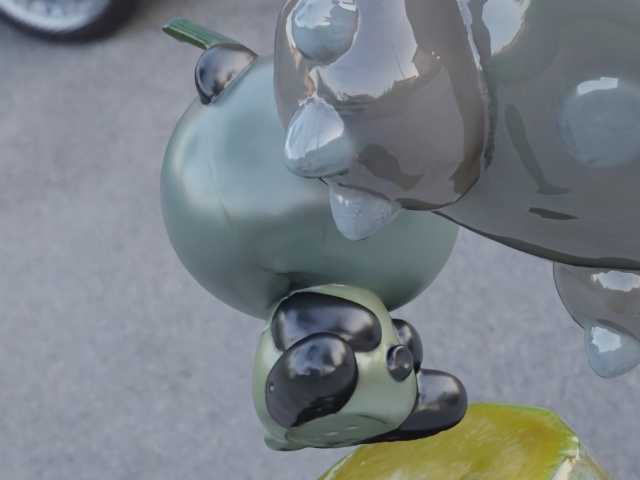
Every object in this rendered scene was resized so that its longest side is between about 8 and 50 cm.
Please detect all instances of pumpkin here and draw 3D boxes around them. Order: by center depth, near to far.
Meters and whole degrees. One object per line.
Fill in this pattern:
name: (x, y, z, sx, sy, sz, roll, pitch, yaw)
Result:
pumpkin: (0.094, 0.265, 1.143, 0.332, 0.199, 0.332, -30, 8, 5)

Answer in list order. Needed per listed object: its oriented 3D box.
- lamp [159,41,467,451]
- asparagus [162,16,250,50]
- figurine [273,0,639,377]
lamp: (0.000, 0.000, 0.917, 0.198, 0.198, 0.244, -15, 64, 8)
asparagus: (-0.095, -0.177, 1.364, 0.108, 0.025, 0.021, 27, 85, 22)
figurine: (0.113, -0.151, 0.539, 0.203, 0.248, 0.380, 6, 73, 48)
